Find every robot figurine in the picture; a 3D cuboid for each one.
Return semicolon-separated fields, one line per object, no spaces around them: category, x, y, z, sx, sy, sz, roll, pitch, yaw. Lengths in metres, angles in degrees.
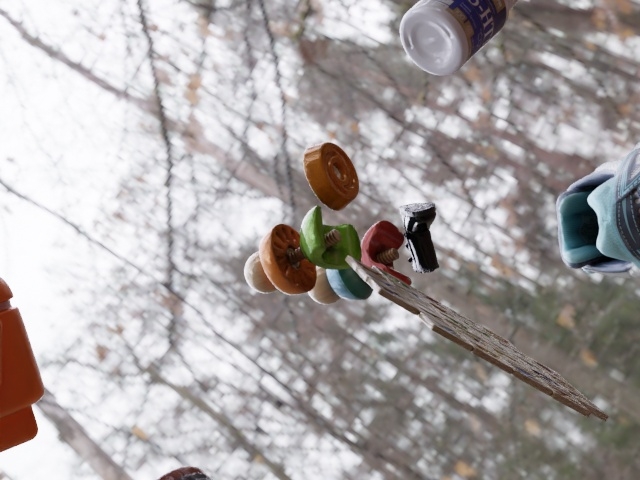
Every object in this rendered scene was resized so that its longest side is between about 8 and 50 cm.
robot figurine;-0.380;0.125;1.398;0.128;0.158;0.219;-18;-87;7

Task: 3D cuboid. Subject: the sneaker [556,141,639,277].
sneaker;0.219;-0.025;0.892;0.122;0.110;0.283;-16;-6;3

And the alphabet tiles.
alphabet tiles;0.192;0.119;1.588;0.342;0.285;0.011;30;-85;-16

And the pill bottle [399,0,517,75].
pill bottle;0.210;-0.332;1.859;0.186;0.112;0.112;-45;-38;-36

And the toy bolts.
toy bolts;0.000;0.000;1.813;0.158;0.218;0.228;-26;-39;30

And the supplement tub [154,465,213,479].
supplement tub;-0.101;0.326;1.278;0.106;0.198;0.106;-32;-35;-26

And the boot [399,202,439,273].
boot;0.146;-0.003;1.819;0.045;0.121;0.099;-14;-85;-9
